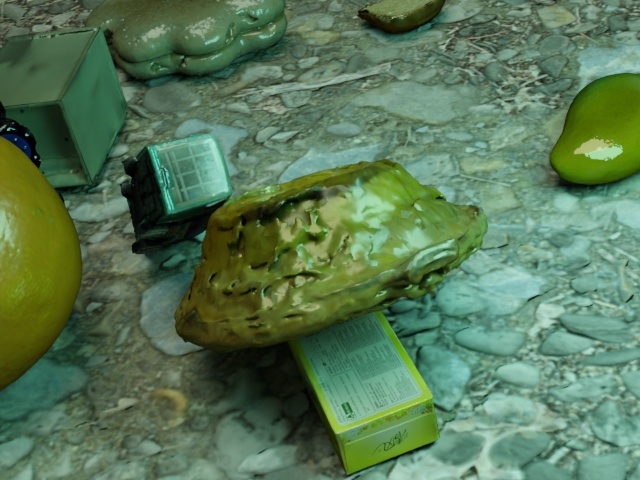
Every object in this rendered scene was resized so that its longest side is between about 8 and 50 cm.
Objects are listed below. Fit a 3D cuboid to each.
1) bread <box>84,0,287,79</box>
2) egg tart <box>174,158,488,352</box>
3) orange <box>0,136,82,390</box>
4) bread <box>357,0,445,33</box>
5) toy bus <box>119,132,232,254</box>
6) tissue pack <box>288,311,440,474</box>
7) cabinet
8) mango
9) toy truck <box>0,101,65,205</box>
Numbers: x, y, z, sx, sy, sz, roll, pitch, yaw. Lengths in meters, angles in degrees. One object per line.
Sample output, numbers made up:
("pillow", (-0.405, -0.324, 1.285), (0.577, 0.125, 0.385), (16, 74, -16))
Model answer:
("bread", (-0.224, -0.335, 1.587), (0.338, 0.101, 0.183), (-3, 37, 12))
("egg tart", (0.000, 0.000, 0.974), (0.341, 0.129, 0.341), (-17, 7, 2))
("orange", (-0.399, 0.023, 0.999), (0.312, 0.312, 0.312), (-7, 37, 5))
("bread", (0.136, -0.370, 1.594), (0.129, 0.044, 0.126), (-33, 35, -23))
("toy bus", (-0.166, -0.046, 1.099), (0.109, 0.091, 0.262), (-16, -3, -15))
("tissue pack", (0.035, 0.130, 0.946), (0.095, 0.062, 0.176), (-20, 38, -9))
("cabinet", (-0.377, -0.178, 1.378), (0.145, 0.150, 0.206), (-5, 38, 9))
("mango", (0.355, -0.131, 1.197), (0.122, 0.085, 0.191), (17, 53, 17))
("toy truck", (-0.427, -0.067, 1.198), (0.177, 0.213, 0.161), (-31, 40, -18))
